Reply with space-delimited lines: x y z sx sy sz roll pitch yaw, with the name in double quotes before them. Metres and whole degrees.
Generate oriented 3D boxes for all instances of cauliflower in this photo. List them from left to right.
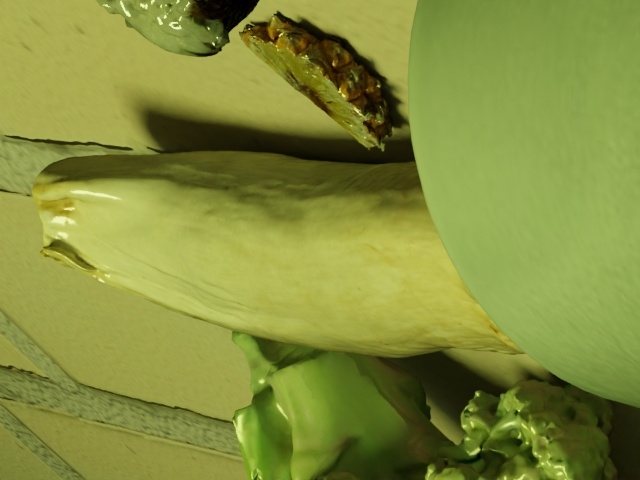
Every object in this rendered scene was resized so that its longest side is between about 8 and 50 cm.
"cauliflower" 0.035 0.145 0.949 0.315 0.256 0.239 60 166 15

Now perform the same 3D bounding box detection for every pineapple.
"pineapple" 0.002 -0.072 0.760 0.083 0.019 0.045 40 160 -8

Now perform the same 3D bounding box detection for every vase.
"vase" 0.168 -0.037 0.375 0.245 0.245 0.291 41 162 -19

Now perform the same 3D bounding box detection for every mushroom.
"mushroom" 0.000 0.000 0.806 0.351 0.095 0.123 4 164 44

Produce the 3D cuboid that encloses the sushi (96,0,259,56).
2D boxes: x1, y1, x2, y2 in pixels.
"sushi" -0.062 -0.141 0.631 0.090 0.078 0.150 25 158 34
